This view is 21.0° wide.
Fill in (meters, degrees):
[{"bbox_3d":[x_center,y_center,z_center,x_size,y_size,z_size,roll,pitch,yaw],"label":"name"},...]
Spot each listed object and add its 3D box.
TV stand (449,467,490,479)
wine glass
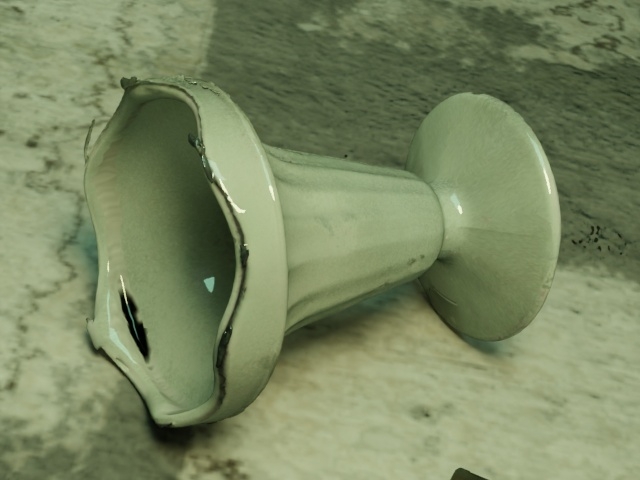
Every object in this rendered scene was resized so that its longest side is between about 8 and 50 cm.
[{"bbox_3d":[0.023,0.188,0.665,0.040,0.049,0.256,21,39,14],"label":"TV stand"},{"bbox_3d":[0.000,0.000,0.826,0.196,0.165,0.165,-4,39,-32],"label":"wine glass"}]
